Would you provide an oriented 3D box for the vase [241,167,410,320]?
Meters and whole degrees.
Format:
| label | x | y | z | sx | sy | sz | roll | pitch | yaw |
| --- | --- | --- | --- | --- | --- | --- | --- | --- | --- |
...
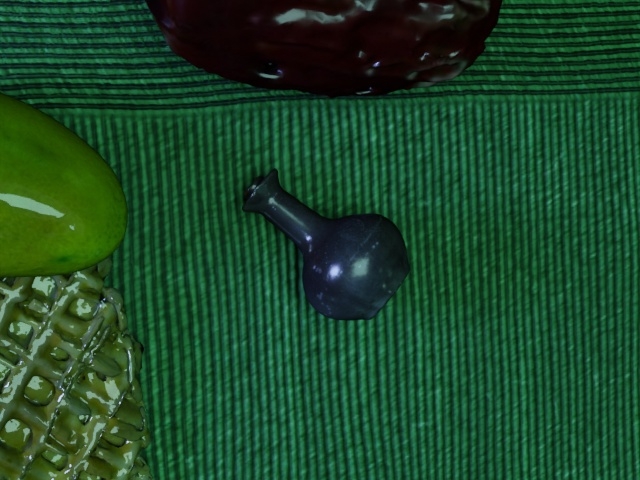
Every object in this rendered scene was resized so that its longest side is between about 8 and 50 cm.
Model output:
| label | x | y | z | sx | sy | sz | roll | pitch | yaw |
| --- | --- | --- | --- | --- | --- | --- | --- | --- | --- |
| vase | 0.000 | 0.000 | 1.130 | 0.183 | 0.120 | 0.120 | 37 | 83 | 0 |

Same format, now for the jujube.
| label | x | y | z | sx | sy | sz | roll | pitch | yaw |
| --- | --- | --- | --- | --- | --- | --- | --- | --- | --- |
| jujube | -0.004 | -0.266 | 1.047 | 0.377 | 0.258 | 0.258 | 10 | 91 | -12 |

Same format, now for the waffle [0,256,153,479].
| label | x | y | z | sx | sy | sz | roll | pitch | yaw |
| --- | --- | --- | --- | --- | --- | --- | --- | --- | --- |
| waffle | -0.310 | 0.161 | 1.064 | 0.297 | 0.073 | 0.317 | -13 | 97 | -16 |

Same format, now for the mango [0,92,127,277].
| label | x | y | z | sx | sy | sz | roll | pitch | yaw |
| --- | --- | --- | --- | --- | --- | --- | --- | --- | --- |
| mango | -0.315 | -0.055 | 1.000 | 0.273 | 0.149 | 0.185 | 6 | 47 | -23 |
